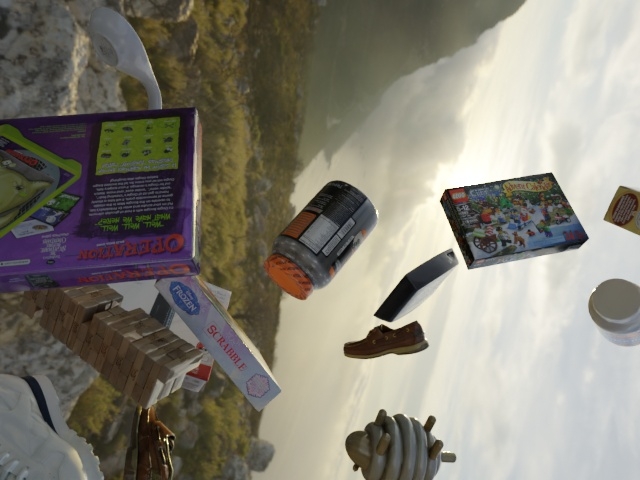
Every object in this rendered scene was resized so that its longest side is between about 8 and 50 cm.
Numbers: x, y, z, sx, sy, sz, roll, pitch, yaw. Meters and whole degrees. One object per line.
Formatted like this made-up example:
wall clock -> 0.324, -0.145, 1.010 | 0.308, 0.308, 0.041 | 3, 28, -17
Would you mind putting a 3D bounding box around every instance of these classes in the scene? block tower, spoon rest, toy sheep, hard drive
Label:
block tower -> -0.369, 0.152, 0.873 | 0.097, 0.335, 0.091 | -66, 163, 17
spoon rest -> -0.416, -0.371, 1.110 | 0.084, 0.137, 0.276 | -51, 148, -36
toy sheep -> 0.091, 0.235, 0.564 | 0.091, 0.132, 0.091 | -168, -90, -84
hard drive -> 0.252, 0.115, 1.284 | 0.255, 0.054, 0.172 | -20, 150, -49

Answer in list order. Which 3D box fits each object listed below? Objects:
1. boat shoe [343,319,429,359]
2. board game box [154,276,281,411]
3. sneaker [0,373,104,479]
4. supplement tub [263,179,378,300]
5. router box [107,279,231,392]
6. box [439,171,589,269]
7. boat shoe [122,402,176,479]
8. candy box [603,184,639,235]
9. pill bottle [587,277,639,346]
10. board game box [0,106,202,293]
boat shoe -> 0.121, 0.190, 0.979 | 0.064, 0.178, 0.060 | -10, 85, -57
board game box -> -0.228, 0.181, 1.100 | 0.066, 0.318, 0.319 | -38, -168, -11
sneaker -> -0.284, 0.204, 0.469 | 0.095, 0.235, 0.090 | 33, 84, -51
supplement tub -> 0.000, 0.000, 1.399 | 0.316, 0.194, 0.193 | -48, 159, -22
router box -> -0.443, 0.218, 1.396 | 0.082, 0.335, 0.301 | -51, -157, 41
box -> 0.366, -0.041, 0.970 | 0.044, 0.233, 0.159 | 98, -21, -60
boat shoe -> -0.392, 0.483, 1.176 | 0.307, 0.104, 0.110 | -134, -128, -68
candy box -> 0.768, -0.014, 1.010 | 0.183, 0.316, 0.087 | -1, 117, -37
pill bottle -> 0.671, 0.159, 1.133 | 0.221, 0.124, 0.124 | 31, 71, -49
board game box -> -0.308, -0.046, 0.560 | 0.056, 0.347, 0.208 | 91, -6, -57
